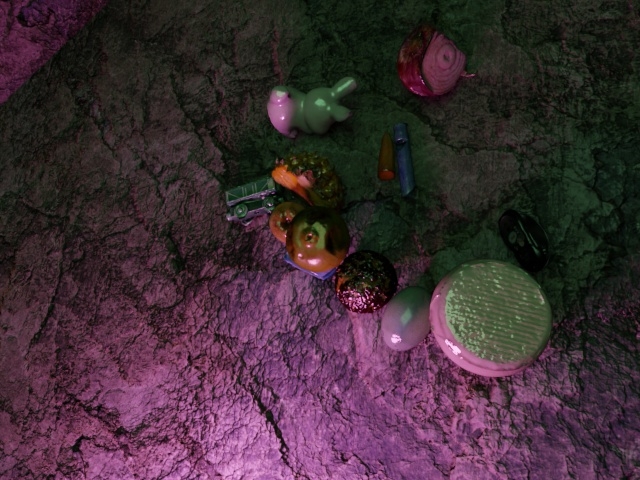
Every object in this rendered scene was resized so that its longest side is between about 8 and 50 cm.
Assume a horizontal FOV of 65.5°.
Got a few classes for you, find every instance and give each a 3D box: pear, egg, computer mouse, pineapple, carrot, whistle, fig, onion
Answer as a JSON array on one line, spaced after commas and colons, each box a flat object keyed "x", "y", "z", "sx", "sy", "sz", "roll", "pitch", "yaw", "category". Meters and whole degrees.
[{"x": -0.121, "y": -0.073, "z": 1.960, "sx": 0.167, "sy": 0.136, "sz": 0.167, "roll": 0, "pitch": 88, "yaw": 6, "category": "pear"}, {"x": 0.302, "y": 0.269, "z": 1.714, "sx": 0.169, "sy": 0.169, "sz": 0.237, "roll": 25, "pitch": 83, "yaw": 22, "category": "egg"}, {"x": 0.699, "y": -0.006, "z": 1.687, "sx": 0.096, "sy": 0.137, "sz": 0.233, "roll": -20, "pitch": 67, "yaw": -9, "category": "computer mouse"}, {"x": -0.003, "y": -0.259, "z": 1.881, "sx": 0.344, "sy": 0.286, "sz": 0.209, "roll": 38, "pitch": 74, "yaw": 5, "category": "pineapple"}, {"x": 0.258, "y": -0.343, "z": 1.957, "sx": 0.072, "sy": 0.072, "sz": 0.205, "roll": -4, "pitch": 72, "yaw": 17, "category": "carrot"}, {"x": 0.327, "y": -0.308, "z": 1.928, "sx": 0.062, "sy": 0.062, "sz": 0.305, "roll": -9, "pitch": 72, "yaw": 16, "category": "whistle"}, {"x": 0.000, "y": 0.000, "z": 1.812, "sx": 0.239, "sy": 0.271, "sz": 0.240, "roll": -3, "pitch": 82, "yaw": 20, "category": "fig"}, {"x": 0.410, "y": -0.698, "z": 1.933, "sx": 0.256, "sy": 0.272, "sz": 0.230, "roll": -44, "pitch": 41, "yaw": -4, "category": "onion"}]

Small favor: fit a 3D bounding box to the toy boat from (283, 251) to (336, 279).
[{"x": -0.034, "y": 0.074, "z": 1.924, "sx": 0.215, "sy": 0.088, "sz": 0.102, "roll": 24, "pitch": 80, "yaw": 23, "category": "toy boat"}]

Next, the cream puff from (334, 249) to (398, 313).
[{"x": 0.153, "y": 0.142, "z": 1.781, "sx": 0.239, "sy": 0.165, "sz": 0.239, "roll": -20, "pitch": 50, "yaw": 25, "category": "cream puff"}]

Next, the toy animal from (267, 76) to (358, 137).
[{"x": -0.029, "y": -0.548, "z": 2.012, "sx": 0.367, "sy": 0.241, "sz": 0.196, "roll": 2, "pitch": 77, "yaw": 19, "category": "toy animal"}]

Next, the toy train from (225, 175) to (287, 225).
[{"x": -0.265, "y": -0.157, "z": 2.054, "sx": 0.269, "sy": 0.115, "sz": 0.155, "roll": -16, "pitch": 62, "yaw": 13, "category": "toy train"}]

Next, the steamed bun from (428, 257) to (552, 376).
[{"x": 0.538, "y": 0.248, "z": 1.602, "sx": 0.374, "sy": 0.241, "sz": 0.375, "roll": -2, "pitch": 74, "yaw": 8, "category": "steamed bun"}]
